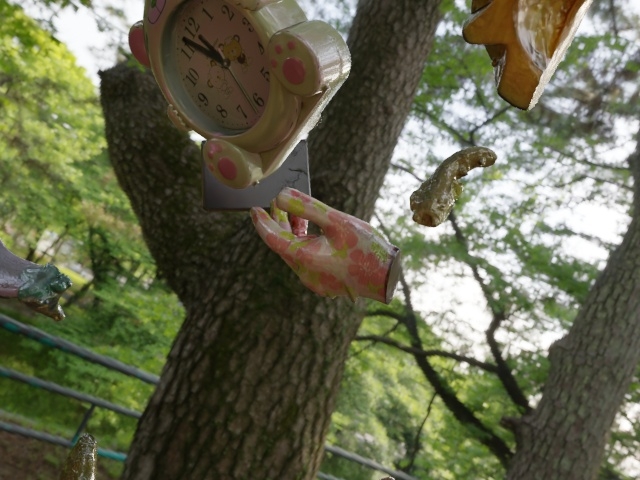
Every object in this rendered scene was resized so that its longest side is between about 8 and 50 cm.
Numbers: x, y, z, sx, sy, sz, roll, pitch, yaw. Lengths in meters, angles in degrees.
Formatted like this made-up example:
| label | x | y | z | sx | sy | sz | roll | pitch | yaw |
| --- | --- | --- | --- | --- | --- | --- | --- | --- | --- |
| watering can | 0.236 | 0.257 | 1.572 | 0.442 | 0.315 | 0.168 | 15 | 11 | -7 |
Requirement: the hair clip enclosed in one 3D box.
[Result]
| label | x | y | z | sx | sy | sz | roll | pitch | yaw |
| --- | --- | --- | --- | --- | --- | --- | --- | --- | --- |
| hair clip | -0.559 | 0.038 | 1.186 | 0.359 | 0.110 | 0.095 | 26 | -7 | 24 |

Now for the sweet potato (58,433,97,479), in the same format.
| label | x | y | z | sx | sy | sz | roll | pitch | yaw |
| --- | --- | --- | --- | --- | --- | --- | --- | --- | --- |
| sweet potato | -0.336 | 0.399 | 0.945 | 0.075 | 0.273 | 0.075 | 0 | -36 | 0 |

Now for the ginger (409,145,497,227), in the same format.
| label | x | y | z | sx | sy | sz | roll | pitch | yaw |
| --- | --- | --- | --- | --- | --- | --- | --- | --- | --- |
| ginger | 0.193 | -0.087 | 1.063 | 0.069 | 0.173 | 0.051 | 26 | -21 | 40 |

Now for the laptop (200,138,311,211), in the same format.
| label | x | y | z | sx | sy | sz | roll | pitch | yaw |
| --- | --- | --- | --- | --- | --- | --- | --- | --- | --- |
| laptop | -0.125 | -0.125 | 1.359 | 0.207 | 0.154 | 0.026 | -2 | -17 | -9 |

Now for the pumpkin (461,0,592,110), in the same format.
| label | x | y | z | sx | sy | sz | roll | pitch | yaw |
| --- | --- | --- | --- | --- | --- | --- | --- | --- | --- |
| pumpkin | 0.207 | -0.268 | 0.656 | 0.130 | 0.254 | 0.149 | 27 | 31 | 10 |

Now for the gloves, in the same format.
| label | x | y | z | sx | sy | sz | roll | pitch | yaw |
| --- | --- | --- | --- | --- | --- | --- | --- | --- | --- |
| gloves | -0.004 | 0.011 | 1.035 | 0.241 | 0.126 | 0.145 | 15 | -11 | 17 |

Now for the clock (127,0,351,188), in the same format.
| label | x | y | z | sx | sy | sz | roll | pitch | yaw |
| --- | --- | --- | --- | --- | --- | --- | --- | --- | --- |
| clock | -0.131 | -0.261 | 1.011 | 0.309 | 0.114 | 0.284 | 47 | -47 | 6 |

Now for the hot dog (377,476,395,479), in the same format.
| label | x | y | z | sx | sy | sz | roll | pitch | yaw |
| --- | --- | --- | --- | --- | --- | --- | --- | --- | --- |
| hot dog | 0.143 | 0.379 | 0.873 | 0.213 | 0.103 | 0.146 | 40 | -20 | 20 |
